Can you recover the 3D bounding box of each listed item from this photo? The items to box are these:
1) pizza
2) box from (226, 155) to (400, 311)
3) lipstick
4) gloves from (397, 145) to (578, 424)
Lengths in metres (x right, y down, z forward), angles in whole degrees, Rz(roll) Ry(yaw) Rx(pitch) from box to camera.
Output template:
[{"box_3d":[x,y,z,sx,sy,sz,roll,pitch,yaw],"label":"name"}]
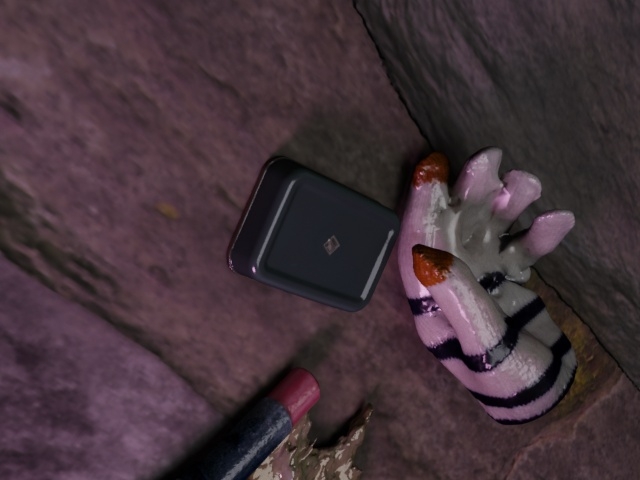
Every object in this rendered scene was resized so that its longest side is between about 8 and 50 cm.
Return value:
[{"box_3d":[-0.031,0.241,0.647,0.181,0.034,0.262,40,80,-40],"label":"pizza"},{"box_3d":[0.000,0.000,0.581,0.126,0.031,0.091,24,91,-40],"label":"box"},{"box_3d":[-0.087,0.177,0.571,0.234,0.053,0.053,-45,129,-21],"label":"lipstick"},{"box_3d":[0.128,0.032,0.653,0.140,0.131,0.218,-33,94,-23],"label":"gloves"}]
